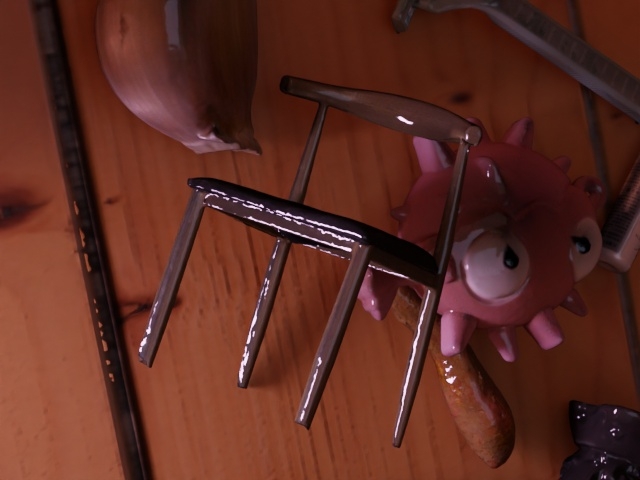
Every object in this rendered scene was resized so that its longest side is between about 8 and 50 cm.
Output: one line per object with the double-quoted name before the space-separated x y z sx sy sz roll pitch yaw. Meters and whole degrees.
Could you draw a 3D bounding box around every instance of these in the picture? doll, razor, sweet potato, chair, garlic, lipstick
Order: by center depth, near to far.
"chair" 0.000 0.000 1.465 0.166 0.188 0.272 22 86 -59
"garlic" -0.105 -0.206 1.509 0.128 0.148 0.266 10 91 13
"doll" 0.140 -0.001 1.607 0.262 0.093 0.211 -14 84 -28
"sweet potato" 0.107 0.102 1.624 0.050 0.050 0.214 -36 99 -20
"razor" 0.196 -0.177 1.658 0.278 0.056 0.111 28 77 -21
"lipstick" 0.289 -0.038 1.706 0.040 0.040 0.141 33 78 -20

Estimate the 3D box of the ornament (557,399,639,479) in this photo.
"ornament" 0.277 0.292 1.675 0.251 0.106 0.260 22 86 -20
